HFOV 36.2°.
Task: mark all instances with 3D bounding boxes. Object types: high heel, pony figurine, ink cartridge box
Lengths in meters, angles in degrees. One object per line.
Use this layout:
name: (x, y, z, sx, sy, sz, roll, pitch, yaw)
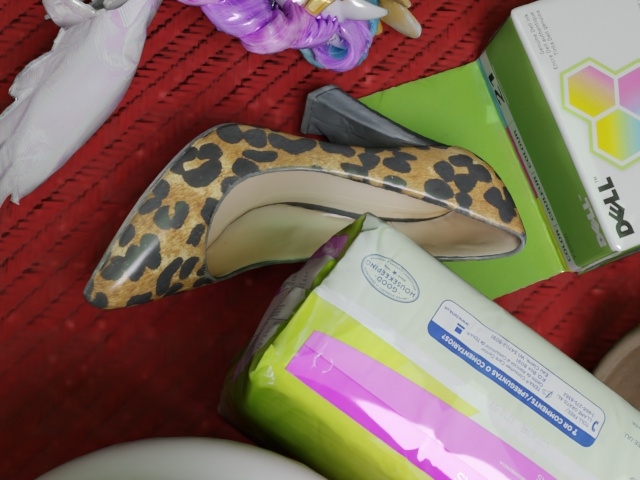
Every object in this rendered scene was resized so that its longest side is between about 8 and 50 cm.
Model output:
high heel: (0.000, 0.000, 0.614, 0.186, 0.093, 0.261, 34, 52, 24)
pony figurine: (-0.119, -0.213, 0.618, 0.363, 0.303, 0.351, 51, 52, -7)
ink cartridge box: (0.160, -0.066, 0.706, 0.255, 0.097, 0.189, -20, 82, -11)

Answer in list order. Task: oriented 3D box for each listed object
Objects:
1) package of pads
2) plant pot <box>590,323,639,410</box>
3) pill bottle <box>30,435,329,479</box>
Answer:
package of pads: (0.055, 0.113, 0.551, 0.229, 0.296, 0.101, 36, 73, 2)
plant pot: (0.310, 0.185, 0.603, 0.229, 0.263, 0.263, 10, 77, -17)
pill bottle: (-0.066, 0.208, 0.459, 0.229, 0.407, 0.229, 1, 78, -7)
